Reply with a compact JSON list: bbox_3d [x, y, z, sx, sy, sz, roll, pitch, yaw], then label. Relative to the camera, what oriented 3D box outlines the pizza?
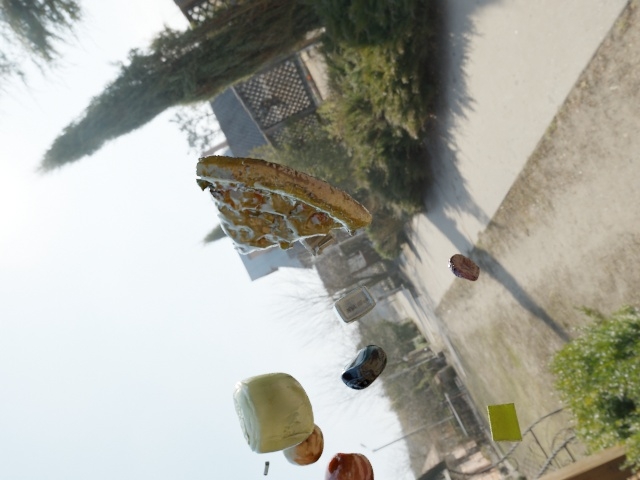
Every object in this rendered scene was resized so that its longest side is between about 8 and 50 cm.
[{"bbox_3d":[-0.142,-0.093,1.153,0.392,0.435,0.080,44,-140,-42],"label":"pizza"}]

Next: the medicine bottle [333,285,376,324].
[{"bbox_3d":[0.116,0.235,1.594,0.088,0.132,0.188,57,173,14],"label":"medicine bottle"}]

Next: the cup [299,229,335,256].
[{"bbox_3d":[-0.006,-0.006,1.435,0.074,0.099,0.102,48,176,-6],"label":"cup"}]

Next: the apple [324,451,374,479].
[{"bbox_3d":[0.120,1.014,1.921,0.218,0.219,0.201,59,-152,-55],"label":"apple"}]

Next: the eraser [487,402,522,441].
[{"bbox_3d":[0.645,0.641,1.587,0.045,0.097,0.122,56,-150,-50],"label":"eraser"}]

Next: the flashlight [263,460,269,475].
[{"bbox_3d":[-0.202,0.851,1.687,0.018,0.018,0.083,-100,16,-50],"label":"flashlight"}]

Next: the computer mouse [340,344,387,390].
[{"bbox_3d":[0.195,0.564,1.975,0.137,0.233,0.096,42,-173,-9],"label":"computer mouse"}]

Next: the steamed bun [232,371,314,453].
[{"bbox_3d":[-0.145,0.502,1.396,0.273,0.232,0.165,-133,41,-56],"label":"steamed bun"}]

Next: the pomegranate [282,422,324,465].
[{"bbox_3d":[-0.076,0.861,1.919,0.191,0.191,0.191,63,-177,-7],"label":"pomegranate"}]

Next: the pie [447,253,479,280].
[{"bbox_3d":[0.641,0.119,2.017,0.038,0.154,0.153,107,150,-41],"label":"pie"}]
